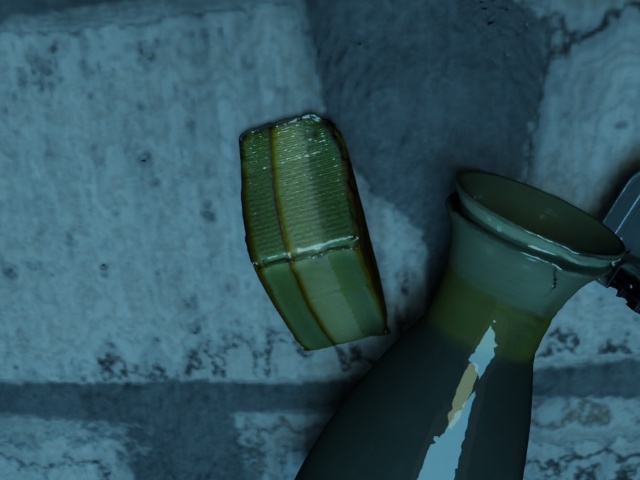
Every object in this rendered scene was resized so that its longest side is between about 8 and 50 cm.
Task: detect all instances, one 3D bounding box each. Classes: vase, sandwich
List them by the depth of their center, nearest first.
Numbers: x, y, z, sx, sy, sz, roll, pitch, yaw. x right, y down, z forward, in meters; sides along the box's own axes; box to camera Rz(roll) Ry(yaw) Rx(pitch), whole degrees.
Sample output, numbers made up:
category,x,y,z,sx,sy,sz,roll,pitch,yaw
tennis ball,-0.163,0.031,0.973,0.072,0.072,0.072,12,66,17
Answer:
category,x,y,z,sx,sy,sz,roll,pitch,yaw
vase,0.092,0.118,0.555,0.173,0.173,0.321,17,109,-6
sandwich,0.000,0.000,0.571,0.079,0.113,0.163,-12,150,7

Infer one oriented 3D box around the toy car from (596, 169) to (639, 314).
category,x,y,z,sx,sy,sz,roll,pitch,yaw
toy car,0.290,0.025,0.520,0.191,0.100,0.097,35,117,22
